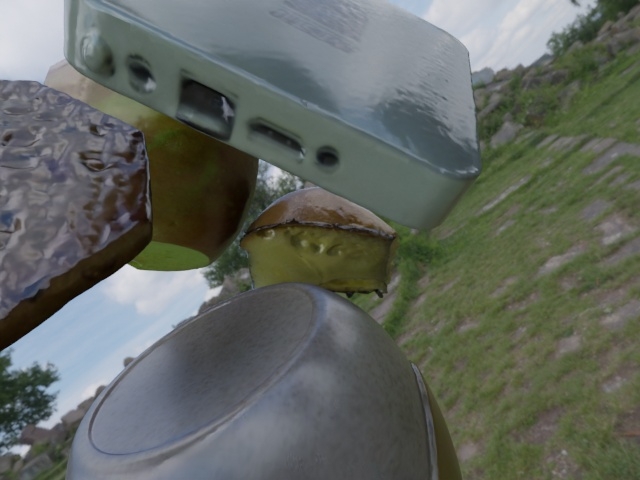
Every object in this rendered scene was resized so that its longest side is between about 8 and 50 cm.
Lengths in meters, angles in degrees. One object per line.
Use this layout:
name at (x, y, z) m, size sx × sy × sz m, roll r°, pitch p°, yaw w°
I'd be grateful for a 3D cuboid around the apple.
apple at (-0.300, -0.116, 0.703) m, size 0.384 × 0.374 × 0.374 m, roll -53°, pitch -8°, yaw 31°

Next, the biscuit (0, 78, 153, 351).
biscuit at (-0.314, -0.039, 0.323) m, size 0.359 × 0.359 × 0.046 m, roll -40°, pitch -26°, yaw -44°

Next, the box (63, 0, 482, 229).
box at (-0.009, -0.204, 0.457) m, size 0.372 × 0.368 × 0.090 m, roll -71°, pitch 7°, yaw -45°

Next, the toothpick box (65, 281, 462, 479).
toothpick box at (-0.036, 0.299, 0.505) m, size 0.410 × 0.424 × 0.409 m, roll -23°, pitch 16°, yaw 7°

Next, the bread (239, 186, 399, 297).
bread at (0.000, 0.000, 0.723) m, size 0.204 × 0.263 × 0.162 m, roll 86°, pitch -174°, yaw -53°
